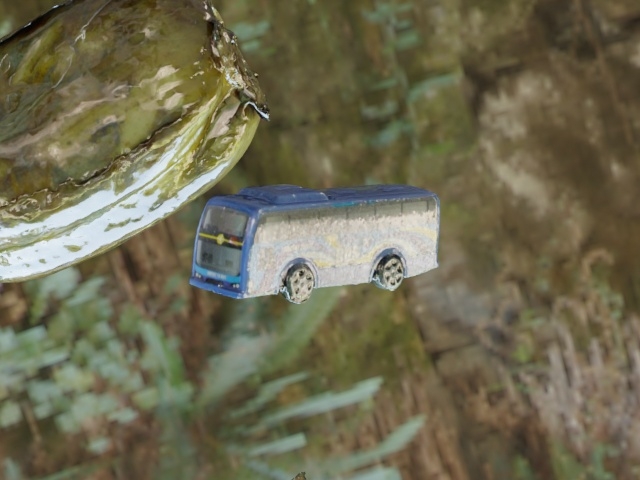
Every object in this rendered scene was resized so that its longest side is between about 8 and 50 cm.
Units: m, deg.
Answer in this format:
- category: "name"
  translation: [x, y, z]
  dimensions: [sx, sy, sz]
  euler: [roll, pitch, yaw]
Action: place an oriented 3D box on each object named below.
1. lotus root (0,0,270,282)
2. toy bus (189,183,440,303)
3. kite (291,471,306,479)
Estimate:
- category: "lotus root"
  translation: [-0.173, -0.071, 1.182]
  dimensions: [0.275, 0.160, 0.152]
  euler: [-25, 160, 6]
- category: "toy bus"
  translation: [0.000, 0.000, 0.920]
  dimensions: [0.153, 0.061, 0.051]
  euler: [-4, -169, -44]
- category: "kite"
  translation: [-0.025, 0.180, 0.800]
  dimensions: [0.127, 0.229, 0.016]
  euler: [36, -131, 10]
